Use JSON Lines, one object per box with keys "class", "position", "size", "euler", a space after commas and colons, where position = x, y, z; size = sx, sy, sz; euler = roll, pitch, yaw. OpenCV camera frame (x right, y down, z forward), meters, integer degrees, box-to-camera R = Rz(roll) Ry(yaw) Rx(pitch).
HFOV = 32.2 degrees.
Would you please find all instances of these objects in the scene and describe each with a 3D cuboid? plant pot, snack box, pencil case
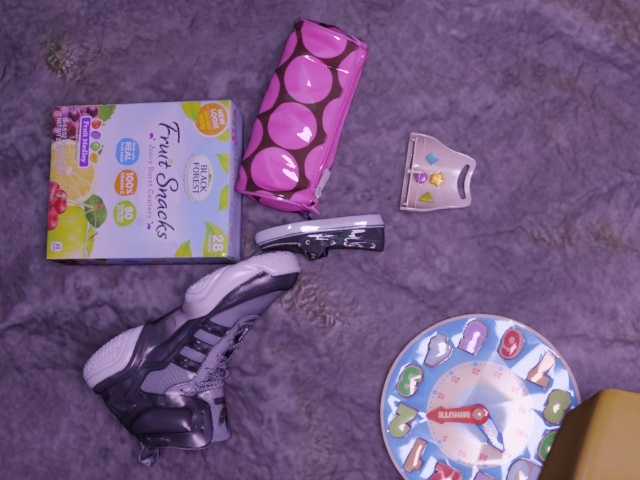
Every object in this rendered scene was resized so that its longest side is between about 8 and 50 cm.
{"class": "plant pot", "position": [0.301, 0.249, 1.016], "size": [0.212, 0.212, 0.187], "euler": [10, 71, 1]}
{"class": "snack box", "position": [-0.191, -0.062, 1.222], "size": [0.207, 0.070, 0.175], "euler": [-1, 82, 9]}
{"class": "pencil case", "position": [-0.014, -0.131, 1.187], "size": [0.098, 0.095, 0.209], "euler": [14, 85, 38]}

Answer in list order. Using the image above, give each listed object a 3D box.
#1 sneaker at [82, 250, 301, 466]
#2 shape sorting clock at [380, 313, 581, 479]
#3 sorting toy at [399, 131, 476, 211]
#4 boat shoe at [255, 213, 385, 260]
{"class": "sneaker", "position": [-0.111, 0.130, 1.171], "size": [0.268, 0.101, 0.153], "euler": [-32, 79, 11]}
{"class": "shape sorting clock", "position": [0.164, 0.178, 1.138], "size": [0.206, 0.040, 0.206], "euler": [-1, 83, 11]}
{"class": "sorting toy", "position": [0.126, -0.066, 1.178], "size": [0.075, 0.045, 0.083], "euler": [8, 84, 4]}
{"class": "boat shoe", "position": [0.000, 0.000, 1.189], "size": [0.142, 0.049, 0.040], "euler": [-7, 82, 8]}
